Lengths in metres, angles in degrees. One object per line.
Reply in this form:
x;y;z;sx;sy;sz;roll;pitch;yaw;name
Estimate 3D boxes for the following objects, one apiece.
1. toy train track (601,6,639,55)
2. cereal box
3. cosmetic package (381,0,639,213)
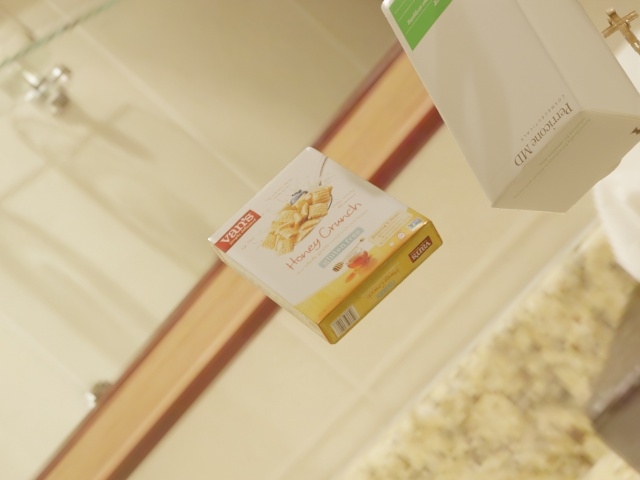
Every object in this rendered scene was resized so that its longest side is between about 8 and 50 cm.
0.361;-0.244;1.648;0.048;0.083;0.014;-34;-27;6;toy train track
0.000;0.000;1.594;0.173;0.047;0.240;-43;42;-12;cereal box
0.252;-0.233;1.831;0.155;0.365;0.197;4;-42;-39;cosmetic package
